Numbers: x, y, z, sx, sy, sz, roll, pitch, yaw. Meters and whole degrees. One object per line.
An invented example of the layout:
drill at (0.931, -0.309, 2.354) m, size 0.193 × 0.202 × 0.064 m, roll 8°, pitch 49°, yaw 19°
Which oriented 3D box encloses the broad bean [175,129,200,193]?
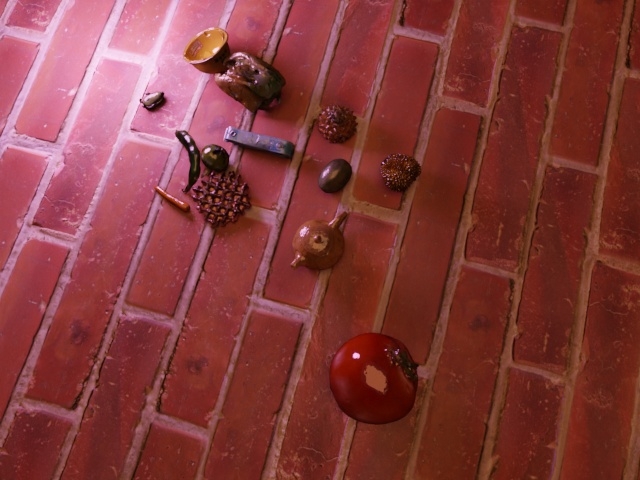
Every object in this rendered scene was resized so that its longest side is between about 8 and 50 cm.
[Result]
broad bean at (-0.549, -0.349, 1.953) m, size 0.144 × 0.049 × 0.291 m, roll -22°, pitch 74°, yaw 40°

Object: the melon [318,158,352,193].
melon at (0.061, -0.266, 1.917) m, size 0.114 × 0.114 × 0.167 m, roll 39°, pitch 84°, yaw 9°

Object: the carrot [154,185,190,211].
carrot at (-0.619, -0.175, 1.951) m, size 0.190 × 0.037 × 0.037 m, roll 32°, pitch 80°, yaw 9°

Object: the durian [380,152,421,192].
durian at (0.319, -0.276, 1.907) m, size 0.168 × 0.137 × 0.158 m, roll 26°, pitch 58°, yaw -2°

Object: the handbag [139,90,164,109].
handbag at (-0.725, -0.614, 2.047) m, size 0.111 × 0.047 × 0.072 m, roll -32°, pitch 79°, yaw -4°

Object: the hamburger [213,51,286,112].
hamburger at (-0.276, -0.656, 1.946) m, size 0.288 × 0.192 × 0.167 m, roll 32°, pitch 72°, yaw -22°

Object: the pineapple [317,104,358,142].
pineapple at (0.069, -0.503, 1.958) m, size 0.176 × 0.137 × 0.161 m, roll 13°, pitch 78°, yaw 3°

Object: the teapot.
teapot at (0.000, 0.000, 1.830) m, size 0.203 × 0.167 × 0.311 m, roll 42°, pitch 81°, yaw 10°

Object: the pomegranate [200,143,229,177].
pomegranate at (-0.444, -0.324, 1.948) m, size 0.122 × 0.122 × 0.161 m, roll 37°, pitch 107°, yaw 9°

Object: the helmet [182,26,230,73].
helmet at (-0.460, -0.792, 2.028) m, size 0.257 × 0.140 × 0.205 m, roll 30°, pitch 79°, yaw 37°

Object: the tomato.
tomato at (0.183, 0.488, 1.661) m, size 0.322 × 0.321 × 0.321 m, roll 0°, pitch 77°, yaw 1°

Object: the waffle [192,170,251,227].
waffle at (-0.400, -0.174, 1.932) m, size 0.234 × 0.055 × 0.221 m, roll -30°, pitch 87°, yaw -1°

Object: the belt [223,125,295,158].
belt at (-0.257, -0.408, 1.974) m, size 0.303 × 0.087 × 0.072 m, roll 16°, pitch 90°, yaw 5°
